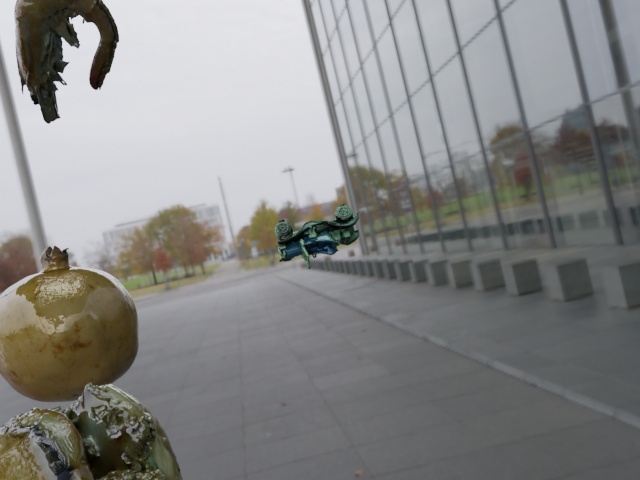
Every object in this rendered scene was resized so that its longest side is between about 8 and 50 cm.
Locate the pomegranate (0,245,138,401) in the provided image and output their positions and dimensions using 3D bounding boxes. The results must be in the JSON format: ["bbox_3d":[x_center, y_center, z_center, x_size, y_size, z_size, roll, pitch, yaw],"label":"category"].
[{"bbox_3d":[-0.565,0.180,1.707,0.343,0.342,0.342,-13,0,0],"label":"pomegranate"}]

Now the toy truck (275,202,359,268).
[{"bbox_3d":[-0.001,0.000,1.358,0.154,0.078,0.080,-15,-34,-7],"label":"toy truck"}]

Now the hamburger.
[{"bbox_3d":[-0.170,0.190,0.595,0.131,0.159,0.185,-7,-3,-42],"label":"hamburger"}]

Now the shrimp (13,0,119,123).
[{"bbox_3d":[-0.401,-0.303,1.224,0.173,0.253,0.058,6,31,3],"label":"shrimp"}]
